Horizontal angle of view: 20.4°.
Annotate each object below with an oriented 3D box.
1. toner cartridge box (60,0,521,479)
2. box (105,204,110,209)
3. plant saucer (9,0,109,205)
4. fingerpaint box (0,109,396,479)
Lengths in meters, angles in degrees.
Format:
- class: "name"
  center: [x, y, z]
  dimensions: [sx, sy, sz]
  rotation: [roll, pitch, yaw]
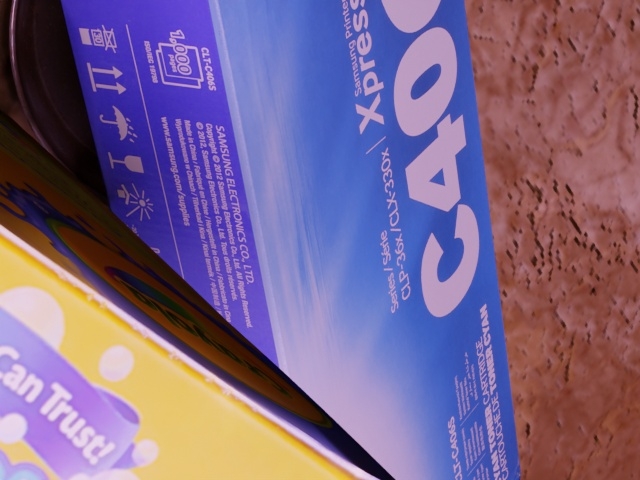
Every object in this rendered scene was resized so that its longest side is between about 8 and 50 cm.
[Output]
- class: "toner cartridge box"
  center: [0.000, 0.000, 0.732]
  dimensions: [0.165, 0.075, 0.348]
  rotation: [-42, 132, -43]
- class: "box"
  center: [-0.131, 0.063, 0.737]
  dimensions: [0.043, 0.105, 0.179]
  rotation: [20, 94, -42]
- class: "plant saucer"
  center: [-0.057, -0.092, 0.776]
  dimensions: [0.168, 0.029, 0.168]
  rotation: [-7, 108, -24]
- class: "fingerpaint box"
  center: [-0.238, -0.040, 0.484]
  dimensions: [0.445, 0.371, 0.163]
  rotation: [39, 89, -35]
